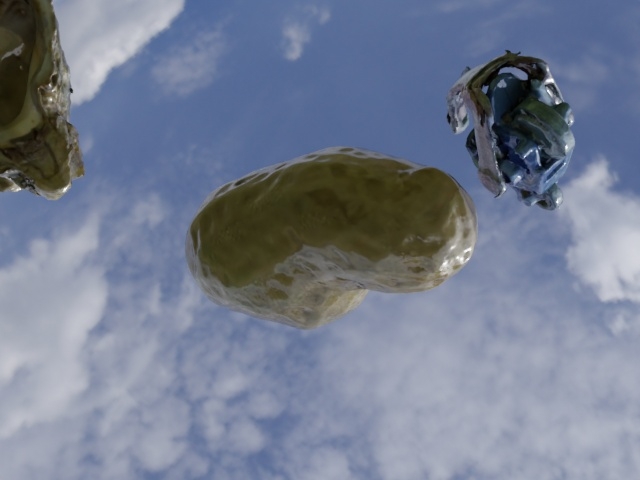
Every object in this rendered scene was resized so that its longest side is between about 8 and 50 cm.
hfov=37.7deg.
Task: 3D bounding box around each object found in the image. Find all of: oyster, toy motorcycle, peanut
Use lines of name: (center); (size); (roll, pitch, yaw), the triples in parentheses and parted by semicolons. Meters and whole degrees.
oyster: (-0.252, -0.136, 0.678); (0.161, 0.233, 0.107); (-32, -159, -5)
toy motorcycle: (0.323, -0.187, 1.546); (0.182, 0.319, 0.241); (-19, -113, 0)
peanut: (0.000, 0.000, 1.033); (0.387, 0.192, 0.169); (-12, -177, 42)
